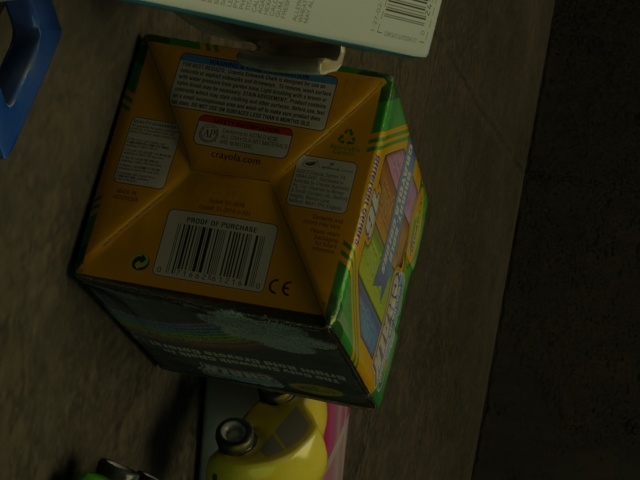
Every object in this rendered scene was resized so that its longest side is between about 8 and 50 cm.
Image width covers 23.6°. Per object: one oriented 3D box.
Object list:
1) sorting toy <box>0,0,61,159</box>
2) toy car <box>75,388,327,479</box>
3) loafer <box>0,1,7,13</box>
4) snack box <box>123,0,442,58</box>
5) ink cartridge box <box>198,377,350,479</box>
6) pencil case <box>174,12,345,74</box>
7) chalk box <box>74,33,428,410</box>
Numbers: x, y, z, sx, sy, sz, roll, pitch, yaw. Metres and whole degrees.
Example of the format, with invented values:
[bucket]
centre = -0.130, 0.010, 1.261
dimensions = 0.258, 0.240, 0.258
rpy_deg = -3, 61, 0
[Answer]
[sorting toy]
centre = -0.139, -0.154, 0.399
dimensions = 0.347, 0.047, 0.196
rpy_deg = 69, 29, -65
[toy car]
centre = -0.072, 0.166, 0.814
dimensions = 0.239, 0.053, 0.225
rpy_deg = -65, 157, -5
[loafer]
centre = -0.078, -0.106, 0.367
dimensions = 0.076, 0.078, 0.223
rpy_deg = -4, -101, 62
[snack box]
centre = -0.001, -0.228, 0.487
dimensions = 0.187, 0.060, 0.321
rpy_deg = 2, 103, -54
[ink cartridge box]
centre = -0.035, 0.197, 1.054
dimensions = 0.176, 0.069, 0.370
rpy_deg = -45, 145, -68
[pencil case]
centre = 0.028, -0.227, 0.789
dimensions = 0.410, 0.160, 0.183
rpy_deg = -59, 136, -58
[chalk box]
centre = -0.023, 0.004, 0.806
dimensions = 0.213, 0.132, 0.132
rpy_deg = 65, 37, -69
